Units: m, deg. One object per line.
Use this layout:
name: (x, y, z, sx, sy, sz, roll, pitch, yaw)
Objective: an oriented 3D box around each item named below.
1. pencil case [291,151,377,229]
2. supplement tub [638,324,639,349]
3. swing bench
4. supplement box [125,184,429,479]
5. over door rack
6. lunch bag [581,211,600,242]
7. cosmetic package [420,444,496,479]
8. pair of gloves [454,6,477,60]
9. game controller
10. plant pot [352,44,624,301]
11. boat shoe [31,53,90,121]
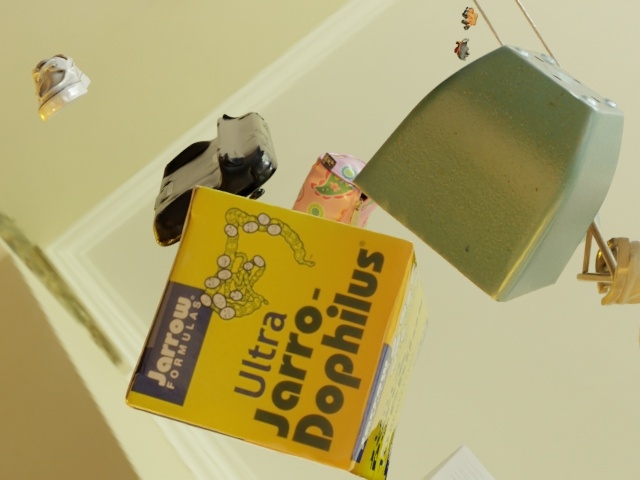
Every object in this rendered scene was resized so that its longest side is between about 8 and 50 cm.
pencil case: (0.000, 0.000, 1.673, 0.124, 0.124, 0.284, -105, -142, -63)
supplement tub: (0.664, 0.155, 1.680, 0.272, 0.191, 0.191, -22, -156, -10)
swing bench: (0.659, 0.041, 2.061, 0.253, 0.165, 0.254, 0, -164, -3)
supplement box: (-0.017, 0.107, 1.010, 0.195, 0.356, 0.194, 14, -101, 11)
over door rack: (0.330, -0.322, 1.819, 0.108, 0.324, 0.239, -19, -174, 30)
lunch bag: (0.475, -0.116, 2.273, 0.224, 0.279, 0.108, -12, -177, 44)
cosmetic package: (0.171, 0.537, 1.864, 0.230, 0.161, 0.453, -46, 167, 19)
pair of gloves: (0.230, -0.325, 1.675, 0.010, 0.083, 0.074, 15, -173, 20)
game controller: (-0.133, -0.081, 1.319, 0.166, 0.067, 0.319, -42, -164, 8)
plant pot: (0.246, -0.105, 1.363, 0.252, 0.248, 0.247, -56, 159, 20)
boat shoe: (-0.452, -0.266, 1.807, 0.095, 0.084, 0.258, -37, -162, -1)
